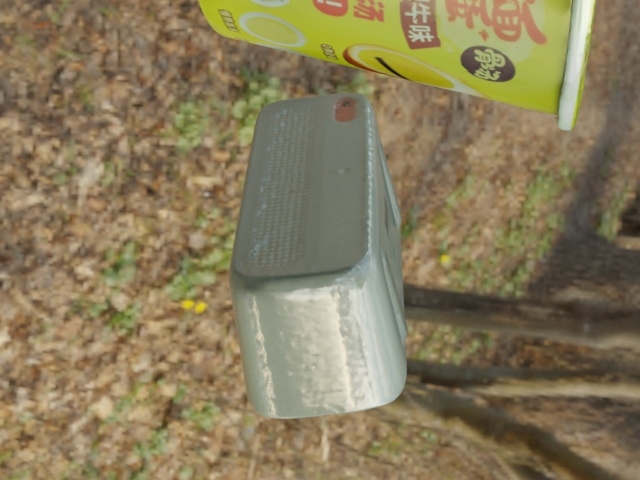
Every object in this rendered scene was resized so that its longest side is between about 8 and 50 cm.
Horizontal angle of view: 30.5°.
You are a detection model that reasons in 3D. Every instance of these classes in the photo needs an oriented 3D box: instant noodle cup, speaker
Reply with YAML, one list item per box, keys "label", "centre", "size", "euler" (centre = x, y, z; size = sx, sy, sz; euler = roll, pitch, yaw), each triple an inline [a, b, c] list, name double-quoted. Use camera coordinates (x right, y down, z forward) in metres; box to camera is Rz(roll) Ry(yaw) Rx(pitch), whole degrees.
- label: "instant noodle cup"
  centre: [0.058, -0.224, 0.682]
  size: [0.311, 0.221, 0.311]
  euler: [7, 90, -80]
- label: "speaker"
  centre: [0.000, 0.000, 1.360]
  size: [0.406, 0.183, 0.184]
  euler: [-87, 167, -54]
